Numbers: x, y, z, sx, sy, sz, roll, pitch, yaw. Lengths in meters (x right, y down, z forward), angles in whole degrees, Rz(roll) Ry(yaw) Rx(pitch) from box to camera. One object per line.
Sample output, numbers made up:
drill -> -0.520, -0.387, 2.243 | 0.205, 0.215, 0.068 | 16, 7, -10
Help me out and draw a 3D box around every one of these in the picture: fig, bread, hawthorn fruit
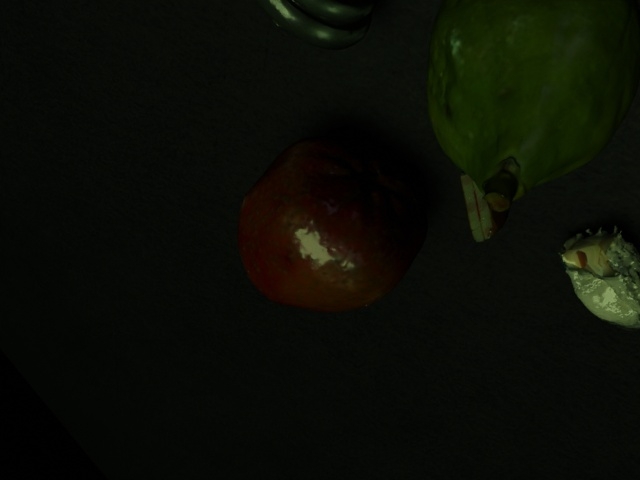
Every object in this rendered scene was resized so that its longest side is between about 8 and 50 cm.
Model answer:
fig -> 0.188, -0.157, 0.649 | 0.233, 0.314, 0.233 | 39, 161, 16
bread -> 0.232, -0.046, 0.863 | 0.062, 0.108, 0.043 | 12, 154, -37
hawthorn fruit -> 0.000, 0.000, 0.909 | 0.254, 0.254, 0.300 | 38, 137, 1

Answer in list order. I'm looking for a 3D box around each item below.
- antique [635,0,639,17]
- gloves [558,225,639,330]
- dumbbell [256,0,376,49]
antique -> 0.329, -0.297, 0.639 | 0.031, 0.015, 0.192 | -8, 119, 35
gloves -> 0.392, 0.054, 0.823 | 0.114, 0.070, 0.153 | -10, 118, 56
dumbbell -> 0.060, -0.367, 0.639 | 0.179, 0.179, 0.406 | 44, 135, -5
